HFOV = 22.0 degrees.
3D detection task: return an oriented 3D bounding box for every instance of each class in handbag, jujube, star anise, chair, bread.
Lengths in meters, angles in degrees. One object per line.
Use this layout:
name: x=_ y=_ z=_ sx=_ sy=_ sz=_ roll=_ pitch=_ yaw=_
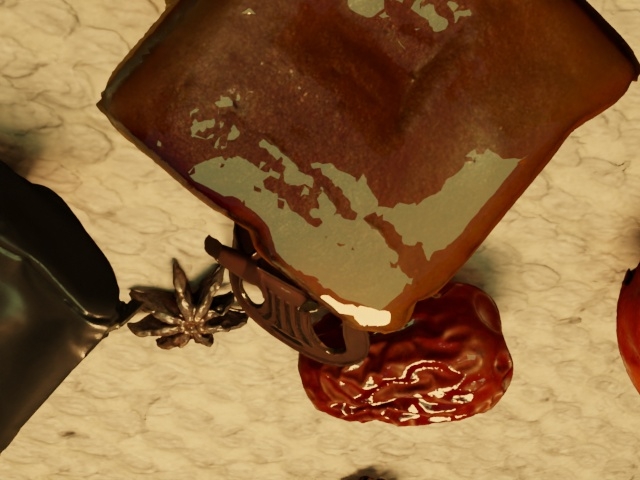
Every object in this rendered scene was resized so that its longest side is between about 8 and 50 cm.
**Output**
handbag: x=-0.344 y=0.048 z=1.587 sx=0.275 sy=0.178 sz=0.302 roll=29 pitch=126 yaw=-18
jujube: x=0.094 y=0.127 z=1.796 sx=0.230 sy=0.155 sz=0.155 roll=-10 pitch=140 yaw=13
star anise: x=-0.144 y=0.080 z=1.770 sx=0.141 sy=0.042 sz=0.141 roll=-5 pitch=139 yaw=-4
chair: x=0.000 y=0.000 z=1.610 sx=0.175 sy=0.183 sz=0.326 roll=31 pitch=171 yaw=8
bread: x=0.040 y=-0.136 z=1.330 sx=0.323 sy=0.143 sz=0.333 roll=40 pitch=96 yaw=-16

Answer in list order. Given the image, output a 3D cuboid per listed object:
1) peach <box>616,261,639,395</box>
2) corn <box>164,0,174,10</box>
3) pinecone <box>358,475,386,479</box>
peach: x=0.451 y=0.092 z=1.770 sx=0.281 sy=0.281 sz=0.238 roll=-1 pitch=-178 yaw=-11
corn: x=-0.019 y=-0.188 z=1.447 sx=0.244 sy=0.093 sz=0.093 roll=15 pitch=133 yaw=-27
pinecone: x=0.067 y=0.352 z=2.094 sx=0.102 sy=0.102 sz=0.109 roll=-19 pitch=149 yaw=10
